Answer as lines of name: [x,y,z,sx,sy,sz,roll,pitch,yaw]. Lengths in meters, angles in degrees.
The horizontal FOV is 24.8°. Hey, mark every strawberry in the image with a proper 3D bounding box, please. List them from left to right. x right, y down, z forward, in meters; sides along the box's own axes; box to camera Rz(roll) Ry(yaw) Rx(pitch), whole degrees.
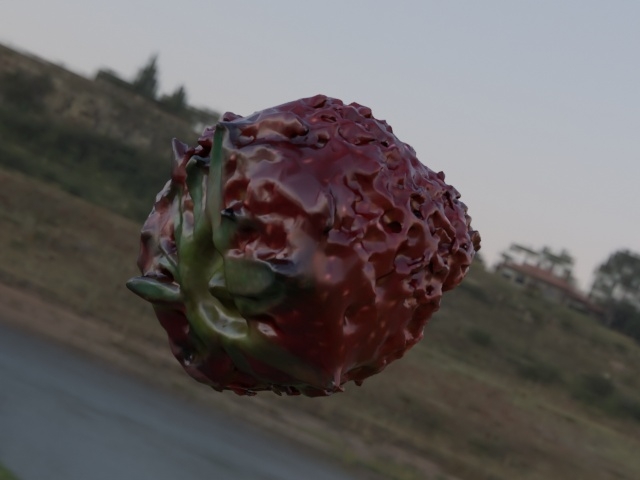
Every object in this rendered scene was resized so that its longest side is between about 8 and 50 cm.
strawberry: [0.000,0.000,0.838,0.201,0.186,0.184,-8,35,-36]
